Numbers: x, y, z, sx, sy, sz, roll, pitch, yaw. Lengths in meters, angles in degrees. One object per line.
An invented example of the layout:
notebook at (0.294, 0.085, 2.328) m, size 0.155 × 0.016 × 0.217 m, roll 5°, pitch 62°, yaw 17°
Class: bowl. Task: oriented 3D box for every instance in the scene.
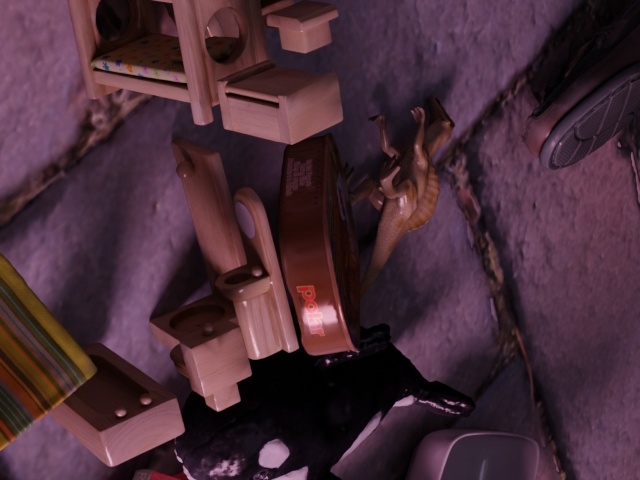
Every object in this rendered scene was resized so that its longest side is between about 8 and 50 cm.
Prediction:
bowl at (0.113, 0.220, 1.266) m, size 0.142 × 0.053 × 0.142 m, roll 12°, pitch 92°, yaw -48°

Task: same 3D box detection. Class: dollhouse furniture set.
dollhouse furniture set at (-0.031, -0.144, 0.904) m, size 0.161 × 0.182 × 0.101 m, roll -29°, pitch 122°, yaw -38°
dollhouse furniture set at (-0.104, 0.030, 0.929) m, size 0.151 × 0.144 × 0.123 m, roll -23°, pitch 114°, yaw -25°

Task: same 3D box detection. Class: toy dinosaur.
toy dinosaur at (0.057, -0.032, 1.130) m, size 0.093 × 0.053 × 0.183 m, roll 36°, pitch 75°, yaw -48°

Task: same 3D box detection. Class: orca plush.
orca plush at (0.025, 0.103, 1.050) m, size 0.287 × 0.102 × 0.151 m, roll 10°, pitch 51°, yaw -48°

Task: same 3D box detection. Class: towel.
towel at (-0.238, 0.102, 0.829) m, size 0.237 × 0.102 × 0.021 m, roll -40°, pitch 172°, yaw -32°

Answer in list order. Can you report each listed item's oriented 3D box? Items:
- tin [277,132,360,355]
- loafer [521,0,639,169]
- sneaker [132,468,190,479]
tin at (0.000, 0.000, 1.011) m, size 0.189 × 0.040 × 0.106 m, roll -87°, pitch 169°, yaw -62°
loafer at (0.250, -0.151, 1.300) m, size 0.267 × 0.084 × 0.096 m, roll -35°, pitch 156°, yaw -31°
sneaker at (-0.115, 0.224, 0.996) m, size 0.314 × 0.116 × 0.136 m, roll -40°, pitch 116°, yaw -44°
